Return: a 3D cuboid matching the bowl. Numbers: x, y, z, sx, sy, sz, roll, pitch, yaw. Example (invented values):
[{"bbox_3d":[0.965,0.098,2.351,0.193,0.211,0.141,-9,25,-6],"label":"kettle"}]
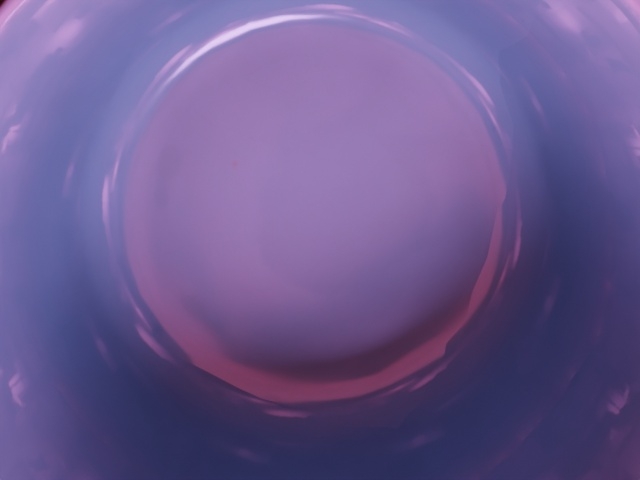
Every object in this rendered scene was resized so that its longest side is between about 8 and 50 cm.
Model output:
[{"bbox_3d":[0.000,0.000,0.738,0.311,0.163,0.312,0,103,-2],"label":"bowl"}]
